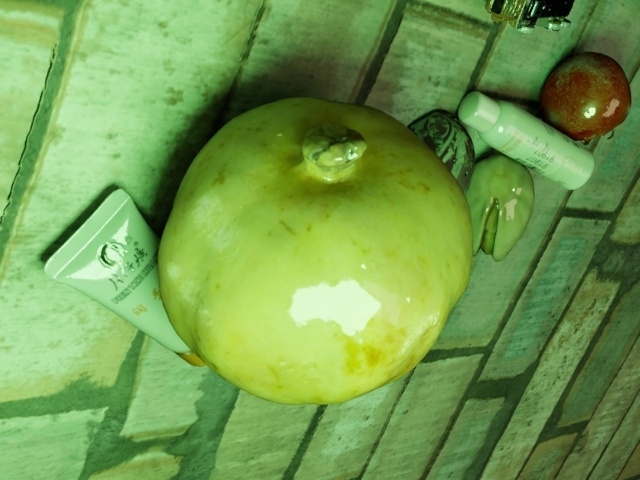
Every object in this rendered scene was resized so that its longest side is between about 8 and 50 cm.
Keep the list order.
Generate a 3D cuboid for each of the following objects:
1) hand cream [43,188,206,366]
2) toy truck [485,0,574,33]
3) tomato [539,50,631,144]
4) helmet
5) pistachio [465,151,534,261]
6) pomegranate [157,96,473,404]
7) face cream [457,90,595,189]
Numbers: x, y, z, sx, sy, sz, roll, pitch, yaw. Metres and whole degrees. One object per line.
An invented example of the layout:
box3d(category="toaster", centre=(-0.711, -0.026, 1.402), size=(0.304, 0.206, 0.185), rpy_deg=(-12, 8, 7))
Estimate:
box3d(category="hand cream", centre=(-0.226, 0.058, 1.349), size=(0.139, 0.089, 0.314), rpy_deg=(-50, 137, -6))
box3d(category="toy truck", centre=(0.335, -0.377, 1.570), size=(0.192, 0.092, 0.083), rpy_deg=(-18, 134, -48))
box3d(category="tomato", centre=(0.465, -0.253, 1.771), size=(0.167, 0.167, 0.167), rpy_deg=(-28, 138, -29))
box3d(category="helmet", centre=(0.190, -0.112, 1.624), size=(0.177, 0.107, 0.153), rpy_deg=(-50, 141, -1))
box3d(category="pistachio", centre=(0.311, -0.056, 1.789), size=(0.152, 0.126, 0.223), rpy_deg=(-67, 164, -51))
box3d(category="pomegranate", centre=(0.000, 0.000, 1.276), size=(0.412, 0.411, 0.411), rpy_deg=(-28, 138, -29))
box3d(category="face cream", centre=(0.343, -0.171, 1.696), size=(0.269, 0.082, 0.082), rpy_deg=(23, 103, -28))
